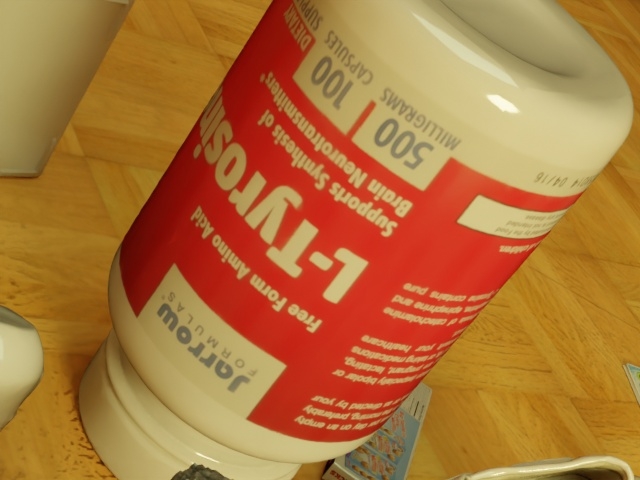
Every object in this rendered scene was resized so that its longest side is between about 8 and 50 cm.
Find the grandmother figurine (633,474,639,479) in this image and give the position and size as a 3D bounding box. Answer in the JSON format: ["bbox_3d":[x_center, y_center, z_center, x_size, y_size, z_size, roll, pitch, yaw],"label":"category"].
[{"bbox_3d":[0.285,0.299,1.057,0.342,0.104,0.207,22,57,-30],"label":"grandmother figurine"}]

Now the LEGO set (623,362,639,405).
[{"bbox_3d":[0.445,0.229,1.368,0.183,0.060,0.244,21,33,-20],"label":"LEGO set"}]

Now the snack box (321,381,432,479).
[{"bbox_3d":[0.052,0.162,1.071,0.064,0.022,0.178,36,29,-4],"label":"snack box"}]

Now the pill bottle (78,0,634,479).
[{"bbox_3d":[0.000,0.000,0.852,0.229,0.407,0.229,27,30,-17],"label":"pill bottle"}]

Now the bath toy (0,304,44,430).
[{"bbox_3d":[-0.330,0.058,0.706,0.348,0.129,0.151,21,0,-33],"label":"bath toy"}]

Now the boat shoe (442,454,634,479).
[{"bbox_3d":[0.098,0.208,0.883,0.277,0.096,0.098,-18,60,-23],"label":"boat shoe"}]

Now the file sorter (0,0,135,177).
[{"bbox_3d":[-0.332,-0.177,0.979,0.278,0.192,0.173,-2,44,-49],"label":"file sorter"}]

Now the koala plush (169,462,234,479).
[{"bbox_3d":[-0.060,0.275,0.634,0.221,0.196,0.203,39,40,4],"label":"koala plush"}]
